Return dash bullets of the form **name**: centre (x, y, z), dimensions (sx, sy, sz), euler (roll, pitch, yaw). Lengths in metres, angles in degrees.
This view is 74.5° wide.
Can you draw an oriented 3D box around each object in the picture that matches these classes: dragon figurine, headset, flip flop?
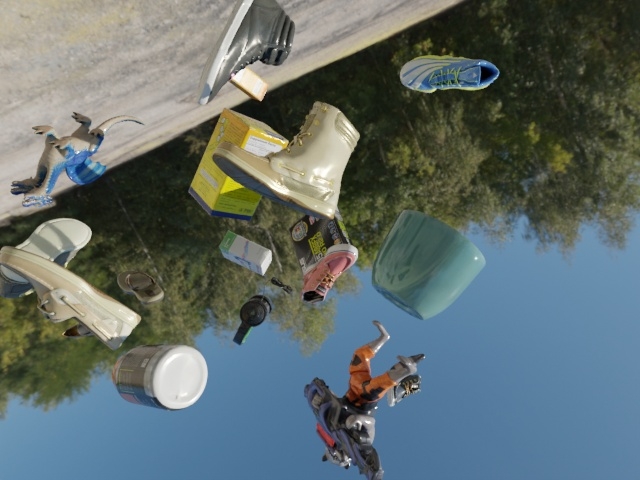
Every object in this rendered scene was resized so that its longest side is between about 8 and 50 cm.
- **dragon figurine**: centre (-0.505, -0.177, 0.875), dimensions (0.289, 0.085, 0.144), euler (-51, 174, -47)
- **headset**: centre (-0.302, 0.368, 2.139), dimensions (0.393, 0.185, 0.243), euler (-61, 179, 9)
- **flip flop**: centre (-0.689, 0.163, 1.602), dimensions (0.112, 0.079, 0.277), euler (-30, -145, -32)

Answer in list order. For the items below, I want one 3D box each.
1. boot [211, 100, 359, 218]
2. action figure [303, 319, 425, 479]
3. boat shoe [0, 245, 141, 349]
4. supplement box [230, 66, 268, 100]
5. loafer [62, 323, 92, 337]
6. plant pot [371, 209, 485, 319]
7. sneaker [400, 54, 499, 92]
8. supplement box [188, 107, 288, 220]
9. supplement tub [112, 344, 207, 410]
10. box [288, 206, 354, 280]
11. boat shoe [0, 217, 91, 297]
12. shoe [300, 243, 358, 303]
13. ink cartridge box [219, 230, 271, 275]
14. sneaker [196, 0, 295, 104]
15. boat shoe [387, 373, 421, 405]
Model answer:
- **boot**: centre (-0.053, -0.175, 0.788), dimensions (0.095, 0.262, 0.203), euler (8, -104, 61)
- **action figure**: centre (0.115, 0.394, 0.964), dimensions (0.329, 0.179, 0.341), euler (-61, -151, 7)
- **boat shoe**: centre (-0.526, 0.124, 0.871), dimensions (0.109, 0.302, 0.098), euler (-2, -129, 48)
- **supplement box**: centre (-0.298, -0.605, 1.545), dimensions (0.078, 0.233, 0.080), euler (30, -86, 33)
- **loafer**: centre (-0.868, 0.327, 1.548), dimensions (0.170, 0.062, 0.061), euler (-23, 175, 16)
- **plant pot**: centre (0.291, 0.090, 1.244), dimensions (0.235, 0.293, 0.293), euler (-54, -158, -8)
- **sneaker**: centre (0.326, -0.419, 1.042), dimensions (0.241, 0.091, 0.126), euler (-4, -164, -5)
- **supplement box**: centre (-0.315, -0.280, 1.594), dimensions (0.194, 0.356, 0.195), euler (8, -152, -50)
- **supplement tub**: centre (-0.528, 0.433, 1.353), dimensions (0.316, 0.193, 0.194), euler (-11, -159, 40)
- **box**: centre (0.000, 0.000, 1.580), dimensions (0.216, 0.060, 0.269), euler (-38, -131, 24)
- **boat shoe**: centre (-0.694, 0.035, 1.065), dimensions (0.091, 0.109, 0.305), euler (-52, -166, 20)
- **shoe**: centre (0.016, 0.077, 0.900), dimensions (0.178, 0.064, 0.081), euler (-38, -149, 48)
- **ink cartridge box**: centre (-0.334, 0.059, 1.898), dimensions (0.154, 0.213, 0.093), euler (104, 10, -70)
- **sneaker**: centre (-0.154, -0.404, 0.925), dimensions (0.105, 0.147, 0.295), euler (22, -96, 59)
- **boat shoe**: centre (0.249, 0.434, 1.243), dimensions (0.083, 0.065, 0.183), euler (-4, -177, 20)
